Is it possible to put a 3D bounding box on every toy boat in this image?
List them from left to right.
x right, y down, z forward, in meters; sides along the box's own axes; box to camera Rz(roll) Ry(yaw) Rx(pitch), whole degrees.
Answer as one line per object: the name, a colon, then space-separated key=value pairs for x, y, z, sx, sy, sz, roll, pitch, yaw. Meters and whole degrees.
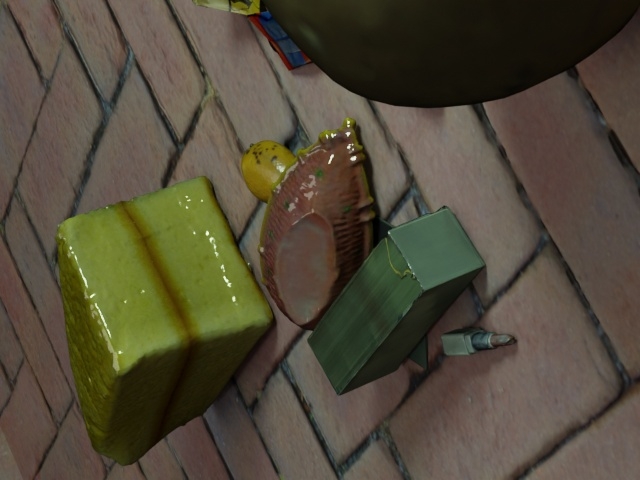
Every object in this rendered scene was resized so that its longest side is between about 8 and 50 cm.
toy boat: x=-0.002 y=0.005 z=2.142 sx=0.141 sy=0.099 sz=0.318 roll=16 pitch=132 yaw=10

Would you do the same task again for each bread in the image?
bread: x=-0.242 y=0.127 z=2.529 sx=0.245 sy=0.233 sz=0.361 roll=62 pitch=153 yaw=19

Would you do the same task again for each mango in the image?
mango: x=-0.053 y=-0.075 z=2.234 sx=0.114 sy=0.057 sz=0.079 roll=46 pitch=138 yaw=37

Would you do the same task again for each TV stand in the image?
TV stand: x=0.078 y=0.069 z=2.026 sx=0.082 sy=0.088 sz=0.269 roll=60 pitch=149 yaw=16

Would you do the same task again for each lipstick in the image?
lipstick: x=0.170 y=0.106 z=1.955 sx=0.107 sy=0.025 sz=0.025 roll=-8 pitch=99 yaw=57

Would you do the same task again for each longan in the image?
longan: x=0.106 y=-0.292 z=1.494 sx=0.404 sy=0.336 sz=0.404 roll=-31 pitch=47 yaw=40

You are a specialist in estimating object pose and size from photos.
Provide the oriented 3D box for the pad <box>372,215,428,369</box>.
pad: x=0.053 y=0.035 z=2.158 sx=0.243 sy=0.004 sz=0.163 roll=32 pitch=134 yaw=52

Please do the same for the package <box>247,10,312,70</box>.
package: x=-0.016 y=-0.233 z=2.081 sx=0.083 sy=0.022 sz=0.200 roll=54 pitch=158 yaw=-16

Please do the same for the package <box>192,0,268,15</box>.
package: x=-0.092 y=-0.304 z=2.173 sx=0.131 sy=0.047 sz=0.071 roll=14 pitch=125 yaw=32
